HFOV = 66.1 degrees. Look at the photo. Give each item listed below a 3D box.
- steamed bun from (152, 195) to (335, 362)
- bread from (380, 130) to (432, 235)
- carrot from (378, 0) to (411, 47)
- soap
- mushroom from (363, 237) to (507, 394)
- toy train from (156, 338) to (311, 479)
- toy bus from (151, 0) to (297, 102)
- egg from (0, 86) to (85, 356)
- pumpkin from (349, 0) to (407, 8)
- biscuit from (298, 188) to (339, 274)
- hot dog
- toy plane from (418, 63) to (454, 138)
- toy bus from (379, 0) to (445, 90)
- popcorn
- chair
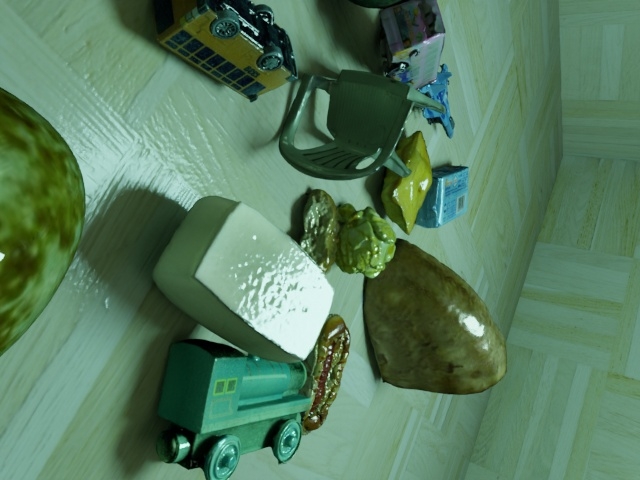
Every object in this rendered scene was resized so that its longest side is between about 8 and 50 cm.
[{"bbox_3d":[-0.111,0.057,0.681,0.241,0.164,0.146,44,61,-32],"label":"steamed bun"},{"bbox_3d":[0.205,-0.142,1.179,0.233,0.088,0.161,-59,148,-31],"label":"bread"},{"bbox_3d":[0.206,-0.546,1.068,0.070,0.070,0.342,50,57,-51],"label":"carrot"},{"bbox_3d":[0.357,-0.131,1.417,0.293,0.077,0.156,-21,116,-53],"label":"soap"},{"bbox_3d":[0.280,0.190,1.226,0.224,0.313,0.397,-51,133,-40],"label":"mushroom"},{"bbox_3d":[-0.122,0.258,0.784,0.298,0.120,0.194,18,80,-57],"label":"toy train"},{"bbox_3d":[-0.117,-0.258,0.629,0.182,0.103,0.091,17,56,-57],"label":"toy bus"},{"bbox_3d":[-0.292,-0.014,0.327,0.289,0.238,0.238,-54,142,-53],"label":"egg"},{"bbox_3d":[0.107,-0.532,0.783,0.300,0.207,0.300,-49,155,-32],"label":"pumpkin"},{"bbox_3d":[0.000,0.000,0.913,0.118,0.061,0.183,51,45,-57],"label":"biscuit"},{"bbox_3d":[0.000,0.272,1.013,0.131,0.069,0.253,21,83,-58],"label":"hot dog"},{"bbox_3d":[0.305,-0.347,1.272,0.169,0.078,0.246,-65,152,-19],"label":"toy plane"},{"bbox_3d":[0.169,-0.352,0.936,0.274,0.112,0.090,-6,80,-81],"label":"toy bus"},{"bbox_3d":[0.083,0.006,1.000,0.135,0.141,0.162,-37,117,5],"label":"popcorn"},{"bbox_3d":[0.073,-0.194,0.859,0.274,0.203,0.191,-4,115,-61],"label":"chair"}]
